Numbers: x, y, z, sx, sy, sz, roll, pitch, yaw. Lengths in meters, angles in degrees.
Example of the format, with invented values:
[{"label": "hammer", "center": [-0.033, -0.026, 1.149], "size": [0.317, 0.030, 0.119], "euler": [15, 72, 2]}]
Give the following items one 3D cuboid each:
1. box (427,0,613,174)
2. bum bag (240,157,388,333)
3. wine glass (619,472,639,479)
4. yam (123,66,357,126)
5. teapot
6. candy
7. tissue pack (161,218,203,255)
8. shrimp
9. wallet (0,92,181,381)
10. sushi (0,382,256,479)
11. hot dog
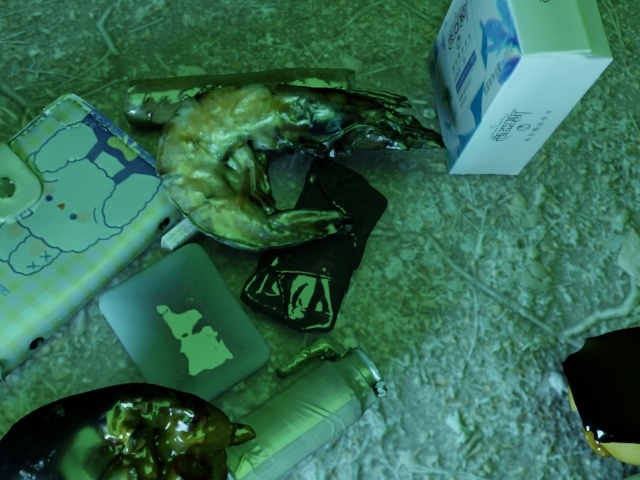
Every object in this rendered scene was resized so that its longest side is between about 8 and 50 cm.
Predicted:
[{"label": "box", "center": [0.238, -0.234, 0.878], "size": [0.116, 0.274, 0.203], "euler": [-1, 69, -8]}, {"label": "bum bag", "center": [0.000, 0.000, 0.861], "size": [0.123, 0.060, 0.248], "euler": [23, 65, 4]}, {"label": "wine glass", "center": [0.382, 0.319, 0.769], "size": [0.204, 0.111, 0.111], "euler": [-11, 71, -15]}, {"label": "yam", "center": [-0.101, -0.194, 0.918], "size": [0.317, 0.067, 0.071], "euler": [-6, 105, -11]}, {"label": "teapot", "center": [-0.029, 0.191, 0.776], "size": [0.200, 0.077, 0.107], "euler": [-31, 57, -19]}, {"label": "candy", "center": [-0.156, 0.102, 0.787], "size": [0.138, 0.071, 0.174], "euler": [-32, 76, -17]}, {"label": "tissue pack", "center": [-0.151, -0.023, 0.847], "size": [0.023, 0.056, 0.108], "euler": [45, 69, 4]}, {"label": "shrimp", "center": [-0.017, -0.091, 0.842], "size": [0.364, 0.071, 0.233], "euler": [1, 68, -11]}, {"label": "wallet", "center": [-0.328, -0.016, 0.804], "size": [0.223, 0.077, 0.309], "euler": [40, 66, 5]}, {"label": "sushi", "center": [-0.184, 0.238, 0.636], "size": [0.204, 0.200, 0.213], "euler": [3, 79, 19]}, {"label": "hot dog", "center": [0.425, 0.201, 0.814], "size": [0.326, 0.107, 0.194], "euler": [4, 39, -9]}]
